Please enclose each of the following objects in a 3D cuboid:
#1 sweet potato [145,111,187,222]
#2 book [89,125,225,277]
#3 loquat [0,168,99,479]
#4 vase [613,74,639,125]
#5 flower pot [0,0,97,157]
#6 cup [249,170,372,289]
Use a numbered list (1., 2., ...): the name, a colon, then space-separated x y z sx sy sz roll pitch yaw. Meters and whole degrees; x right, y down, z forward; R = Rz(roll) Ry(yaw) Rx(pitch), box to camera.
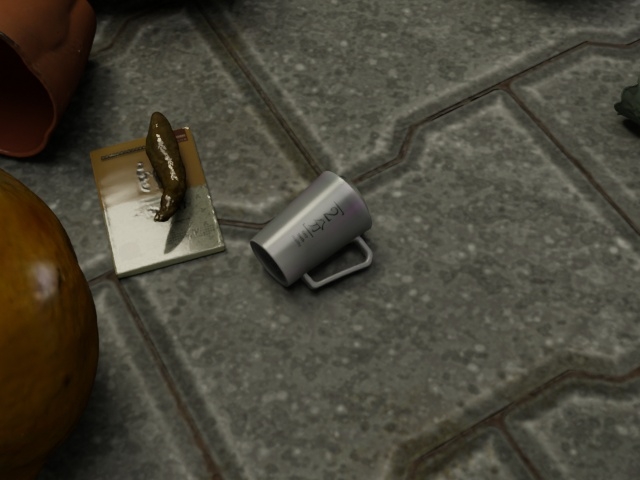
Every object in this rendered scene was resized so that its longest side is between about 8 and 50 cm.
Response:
1. sweet potato: -0.166 -0.078 0.983 0.041 0.038 0.153 3 54 -21
2. book: -0.181 -0.045 0.993 0.118 0.012 0.172 -16 58 -8
3. loquat: -0.345 0.077 0.750 0.328 0.328 0.328 -1 58 2
4. vase: 0.393 -0.113 0.976 0.081 0.081 0.149 -25 64 -13
5. flower pot: -0.348 -0.217 1.021 0.190 0.190 0.173 10 47 9
6. cup: 0.000 0.000 0.931 0.116 0.074 0.104 -40 93 -17
